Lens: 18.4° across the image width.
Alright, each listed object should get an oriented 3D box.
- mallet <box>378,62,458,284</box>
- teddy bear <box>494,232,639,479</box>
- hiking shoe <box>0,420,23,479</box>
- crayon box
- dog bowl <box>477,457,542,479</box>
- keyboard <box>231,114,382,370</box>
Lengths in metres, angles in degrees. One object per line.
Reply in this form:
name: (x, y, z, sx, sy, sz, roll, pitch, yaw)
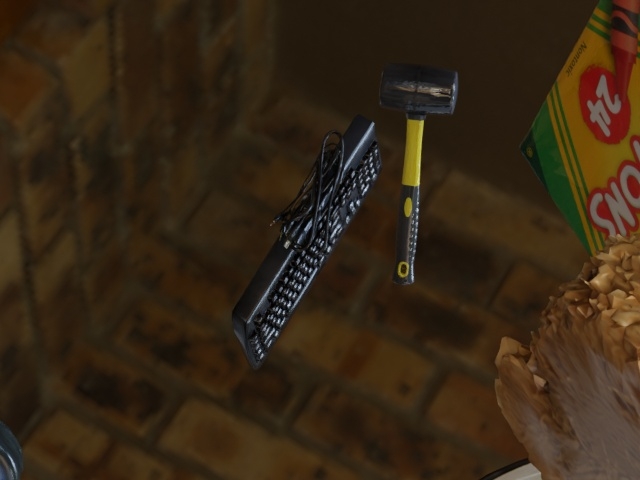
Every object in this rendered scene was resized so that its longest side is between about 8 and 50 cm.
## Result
mallet: (0.082, -0.052, 1.577, 0.062, 0.039, 0.190, 0, -65, 9)
teddy bear: (0.186, 0.138, 0.548, 0.338, 0.113, 0.245, 53, -24, 25)
hiking shoe: (-0.295, 0.216, 1.163, 0.132, 0.304, 0.113, 28, -30, 59)
crayon box: (0.259, -0.006, 1.179, 0.318, 0.081, 0.202, 58, -31, 25)
dog bowl: (0.175, 0.327, 1.095, 0.408, 0.408, 0.150, 34, -34, 0)
keyboard: (0.000, 0.000, 1.408, 0.038, 0.192, 0.100, 19, -26, 25)
